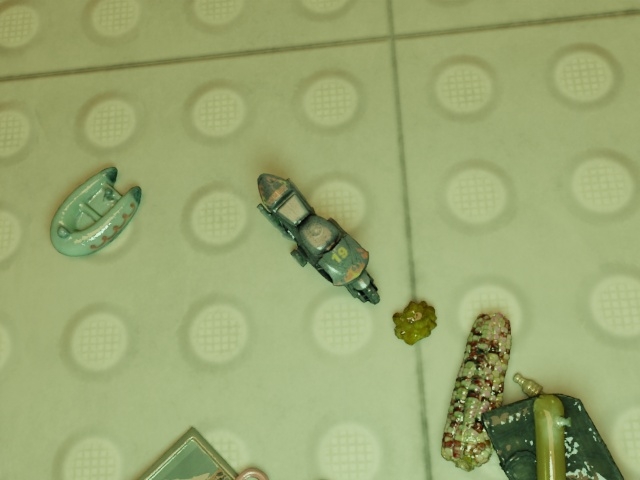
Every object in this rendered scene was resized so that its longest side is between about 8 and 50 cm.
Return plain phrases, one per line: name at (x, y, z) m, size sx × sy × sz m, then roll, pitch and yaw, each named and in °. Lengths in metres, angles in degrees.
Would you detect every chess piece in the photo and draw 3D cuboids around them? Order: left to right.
chess piece at (0.383, 0.270, 1.387) m, size 0.092 × 0.035 × 0.035 m, roll 37°, pitch 80°, yaw 21°

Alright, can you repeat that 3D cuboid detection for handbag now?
handbag at (0.391, 0.377, 1.294) m, size 0.175 × 0.088 × 0.270 m, roll -27°, pitch 84°, yaw -5°

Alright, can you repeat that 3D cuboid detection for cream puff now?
cream puff at (0.174, 0.150, 1.439) m, size 0.083 × 0.058 × 0.083 m, roll 1°, pitch 74°, yaw 6°

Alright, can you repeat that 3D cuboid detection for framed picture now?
framed picture at (-0.262, 0.503, 1.368) m, size 0.213 × 0.016 × 0.289 m, roll 41°, pitch 68°, yaw 18°

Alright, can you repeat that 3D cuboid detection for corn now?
corn at (0.278, 0.265, 1.377) m, size 0.092 × 0.092 × 0.280 m, roll 12°, pitch 69°, yaw 11°

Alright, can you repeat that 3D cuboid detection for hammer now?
hammer at (0.362, 0.393, 1.211) m, size 0.202 × 0.113 × 0.305 m, roll 10°, pitch 73°, yaw -17°

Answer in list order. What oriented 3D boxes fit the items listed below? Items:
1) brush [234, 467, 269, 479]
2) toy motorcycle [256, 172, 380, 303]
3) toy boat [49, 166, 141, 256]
brush at (-0.175, 0.492, 1.343) m, size 0.103 × 0.047 × 0.233 m, roll 37°, pitch 66°, yaw 16°
toy motorcycle at (0.000, 0.000, 1.454) m, size 0.108 × 0.173 × 0.307 m, roll -44°, pitch 73°, yaw -6°
toy boat at (-0.466, -0.058, 1.587) m, size 0.134 × 0.079 × 0.207 m, roll 40°, pitch 79°, yaw 15°
